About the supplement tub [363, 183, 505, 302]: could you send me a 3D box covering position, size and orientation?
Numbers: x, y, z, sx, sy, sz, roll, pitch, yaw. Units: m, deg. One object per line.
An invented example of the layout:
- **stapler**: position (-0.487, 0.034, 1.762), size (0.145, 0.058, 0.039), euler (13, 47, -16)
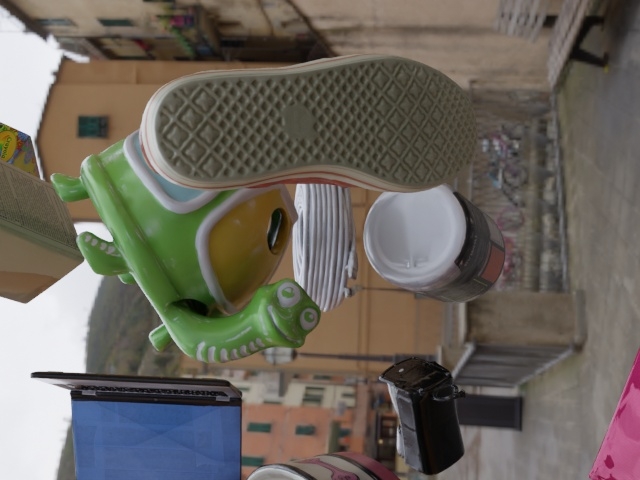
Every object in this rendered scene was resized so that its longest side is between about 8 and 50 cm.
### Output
- **supplement tub**: position (0.238, 0.012, 1.491), size (0.338, 0.207, 0.207), euler (23, -112, -61)

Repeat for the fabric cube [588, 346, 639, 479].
- **fabric cube**: position (0.542, 0.238, 0.957), size (0.254, 0.259, 0.258), euler (13, -82, -44)

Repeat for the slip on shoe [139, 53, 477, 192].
- **slip on shoe**: position (0.000, -0.097, 0.670), size (0.101, 0.331, 0.123), euler (5, 100, 61)

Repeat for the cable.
- **cable**: position (0.000, 0.000, 1.368), size (0.257, 0.089, 0.257), euler (112, 157, -69)

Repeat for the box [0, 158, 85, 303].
- **box**: position (-0.466, -0.038, 0.977), size (0.311, 0.121, 0.148), euler (36, -158, -58)

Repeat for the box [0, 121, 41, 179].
- **box**: position (-0.636, -0.067, 1.177), size (0.177, 0.279, 0.289), euler (122, 172, -65)

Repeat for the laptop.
- **laptop**: position (-0.366, 0.419, 1.601), size (0.408, 0.382, 0.236), euler (92, 180, -74)

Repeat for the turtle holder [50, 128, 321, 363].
- **turtle holder**: position (-0.144, -0.013, 0.881), size (0.243, 0.227, 0.320), euler (63, 170, -27)

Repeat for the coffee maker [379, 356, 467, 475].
- **coffee maker**: position (0.191, 0.321, 1.361), size (0.171, 0.120, 0.178), euler (-129, 24, -70)

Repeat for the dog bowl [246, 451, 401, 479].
- **dog bowl**: position (0.044, 0.519, 1.198), size (0.150, 0.408, 0.407), euler (-16, -65, -37)
